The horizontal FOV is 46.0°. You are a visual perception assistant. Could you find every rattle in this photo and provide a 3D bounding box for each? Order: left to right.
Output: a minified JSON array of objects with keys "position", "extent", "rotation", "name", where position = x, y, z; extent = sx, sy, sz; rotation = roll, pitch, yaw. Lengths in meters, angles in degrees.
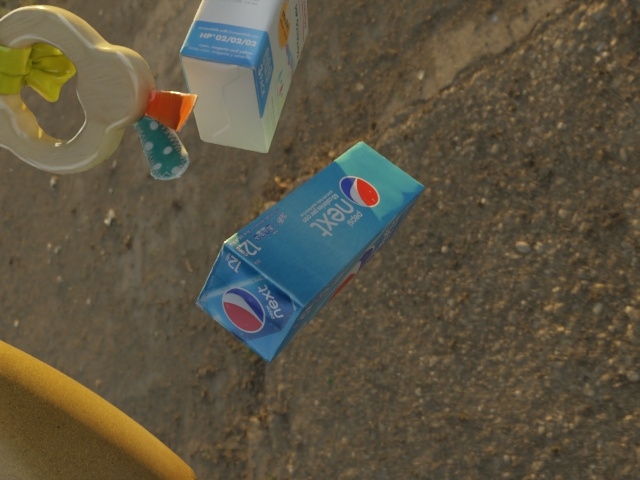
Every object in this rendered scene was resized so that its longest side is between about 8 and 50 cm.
[{"position":[-0.154,-0.115,0.589],"extent":[0.199,0.142,0.130],"rotation":[5,96,19],"name":"rattle"}]

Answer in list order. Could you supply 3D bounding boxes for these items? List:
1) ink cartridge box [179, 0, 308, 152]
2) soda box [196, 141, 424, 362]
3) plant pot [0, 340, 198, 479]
[{"position":[-0.052,-0.178,0.625],"extent":[0.104,0.061,0.181],"rotation":[88,-165,-60],"name":"ink cartridge box"},{"position":[0.000,0.000,0.586],"extent":[0.071,0.210,0.067],"rotation":[37,130,9],"name":"soda box"},{"position":[-0.281,0.221,0.712],"extent":[0.237,0.254,0.237],"rotation":[-25,27,13],"name":"plant pot"}]
